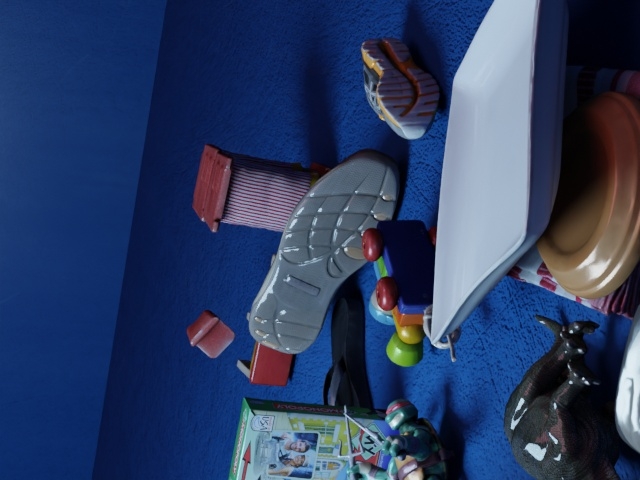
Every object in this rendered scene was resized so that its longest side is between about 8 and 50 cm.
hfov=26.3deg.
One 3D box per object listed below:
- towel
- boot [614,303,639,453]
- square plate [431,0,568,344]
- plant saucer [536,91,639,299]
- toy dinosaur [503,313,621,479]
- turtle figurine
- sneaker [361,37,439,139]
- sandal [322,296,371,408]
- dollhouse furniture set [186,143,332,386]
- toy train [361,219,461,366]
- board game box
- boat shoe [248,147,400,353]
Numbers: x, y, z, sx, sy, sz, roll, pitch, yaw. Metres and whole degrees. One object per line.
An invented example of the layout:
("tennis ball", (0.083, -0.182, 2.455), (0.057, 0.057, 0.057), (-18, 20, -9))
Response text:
("towel", (0.253, -0.064, 1.425), (0.329, 0.037, 0.237), (-154, 72, -70))
("boot", (0.333, 0.065, 0.873), (0.284, 0.138, 0.377), (46, 140, 45))
("square plate", (0.188, -0.097, 1.429), (0.347, 0.049, 0.344), (115, 163, -67))
("plant saucer", (0.254, -0.045, 1.303), (0.200, 0.037, 0.200), (-173, 90, -72))
("toy dinosaur", (0.225, 0.169, 1.307), (0.160, 0.121, 0.313), (-60, 31, 21))
("turtle figurine", (0.103, 0.271, 1.623), (0.175, 0.118, 0.234), (101, 150, -60))
("sneaker", (0.105, -0.191, 1.833), (0.215, 0.084, 0.083), (-105, 15, -53))
("sandal", (0.027, 0.204, 1.945), (0.097, 0.054, 0.254), (127, 144, -56))
("dollhouse furniture set", (-0.104, 0.049, 2.145), (0.152, 0.201, 0.374), (-139, 58, -67))
("toy train", (0.114, 0.102, 1.681), (0.248, 0.105, 0.143), (-105, 18, -45))
("board game box", (-0.023, 0.367, 1.796), (0.046, 0.213, 0.317), (-133, 51, -69))
("boat shoe", (0.000, 0.000, 1.965), (0.355, 0.132, 0.130), (-56, 12, 29))
